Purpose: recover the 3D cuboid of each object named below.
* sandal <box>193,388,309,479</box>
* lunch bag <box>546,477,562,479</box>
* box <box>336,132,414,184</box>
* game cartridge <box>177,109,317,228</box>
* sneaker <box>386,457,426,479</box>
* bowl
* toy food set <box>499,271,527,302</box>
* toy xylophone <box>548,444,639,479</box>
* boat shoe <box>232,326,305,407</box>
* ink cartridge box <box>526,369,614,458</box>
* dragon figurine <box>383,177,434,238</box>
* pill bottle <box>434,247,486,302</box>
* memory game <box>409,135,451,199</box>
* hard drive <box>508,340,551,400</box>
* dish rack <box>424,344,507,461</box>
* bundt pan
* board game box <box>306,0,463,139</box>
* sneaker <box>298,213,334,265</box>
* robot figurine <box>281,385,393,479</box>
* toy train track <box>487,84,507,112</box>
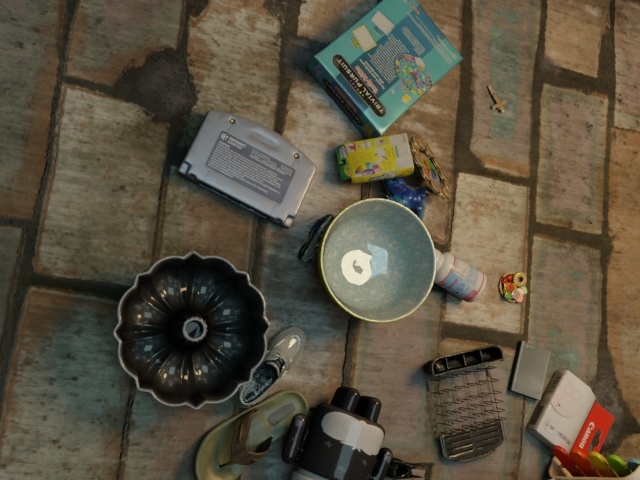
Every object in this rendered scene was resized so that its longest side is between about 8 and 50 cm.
[{"bbox_3d":[-0.152,0.432,1.513,0.302,0.086,0.120,-35,94,-20],"label":"sandal"},{"bbox_3d":[0.478,0.713,1.622,0.304,0.212,0.256,0,88,-18],"label":"lunch bag"},{"bbox_3d":[0.132,-0.198,1.678,0.179,0.043,0.105,-8,65,0],"label":"box"},{"bbox_3d":[-0.164,-0.177,1.616,0.294,0.060,0.196,28,78,-14],"label":"game cartridge"},{"bbox_3d":[0.155,0.530,1.604,0.170,0.089,0.051,13,78,-17],"label":"sneaker"},{"bbox_3d":[0.111,0.053,1.622,0.289,0.156,0.290,3,82,-19],"label":"bowl"},{"bbox_3d":[0.517,0.125,1.825,0.083,0.020,0.083,-1,83,-20],"label":"toy food set"},{"bbox_3d":[0.711,0.613,1.667,0.081,0.322,0.236,-44,105,-31],"label":"toy xylophone"},{"bbox_3d":[-0.107,0.290,1.551,0.079,0.081,0.227,45,71,-8],"label":"boat shoe"},{"bbox_3d":[0.681,0.485,1.814,0.232,0.066,0.189,37,72,-6],"label":"ink cartridge box"},{"bbox_3d":[0.192,-0.103,1.710,0.289,0.085,0.144,37,72,-10],"label":"dragon figurine"},{"bbox_3d":[0.334,0.085,1.732,0.160,0.087,0.087,30,74,-13],"label":"pill bottle"},{"bbox_3d":[0.280,-0.184,1.727,0.186,0.012,0.186,41,32,-33],"label":"memory game"},{"bbox_3d":[0.553,0.343,1.805,0.094,0.022,0.135,21,76,-15],"label":"hard drive"},{"bbox_3d":[0.373,0.410,1.706,0.208,0.074,0.272,-8,85,-19],"label":"dish rack"},{"bbox_3d":[-0.283,0.193,1.483,0.330,0.124,0.331,3,82,-19],"label":"bundt pan"},{"bbox_3d":[0.168,-0.458,1.757,0.336,0.079,0.254,-44,97,-19],"label":"board game box"},{"bbox_3d":[0.000,0.000,1.654,0.058,0.052,0.135,35,80,-22],"label":"sneaker"},{"bbox_3d":[0.041,0.473,1.533,0.209,0.173,0.278,15,74,24],"label":"robot figurine"},{"bbox_3d":[0.486,-0.391,1.894,0.048,0.014,0.083,-27,86,-13],"label":"toy train track"}]
